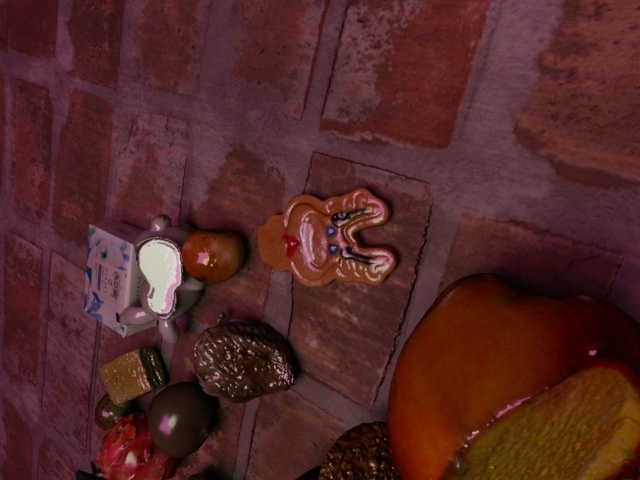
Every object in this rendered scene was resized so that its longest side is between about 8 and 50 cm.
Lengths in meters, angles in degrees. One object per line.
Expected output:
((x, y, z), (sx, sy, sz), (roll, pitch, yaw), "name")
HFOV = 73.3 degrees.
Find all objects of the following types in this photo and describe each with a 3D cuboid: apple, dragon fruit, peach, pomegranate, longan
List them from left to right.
((-0.633, 0.530, 1.333), (0.130, 0.130, 0.130), (5, 99, 31), "pomegranate")
((-0.498, 0.613, 1.220), (0.210, 0.205, 0.268), (-10, 127, 17), "dragon fruit")
((-0.367, 0.468, 1.135), (0.189, 0.189, 0.189), (5, 99, 31), "longan")
((-0.255, 0.038, 1.020), (0.146, 0.146, 0.146), (5, 99, 31), "apple")
((0.270, 0.225, 0.622), (0.335, 0.310, 0.406), (8, 116, -7), "peach")

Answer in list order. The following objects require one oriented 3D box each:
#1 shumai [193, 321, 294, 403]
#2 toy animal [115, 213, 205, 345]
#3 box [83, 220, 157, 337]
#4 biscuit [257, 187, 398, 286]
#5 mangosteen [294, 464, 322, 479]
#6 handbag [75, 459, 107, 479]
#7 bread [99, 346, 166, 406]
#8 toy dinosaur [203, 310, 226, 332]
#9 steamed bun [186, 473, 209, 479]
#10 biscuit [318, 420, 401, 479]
((-0.188, 0.286, 1.033), (0.185, 0.218, 0.184), (143, 122, -73), "shumai")
((-0.405, 0.108, 1.105), (0.208, 0.154, 0.325), (25, 97, -3), "toy animal")
((-0.566, 0.103, 1.235), (0.203, 0.116, 0.274), (19, 106, 28), "box")
((0.000, 0.000, 0.913), (0.334, 0.047, 0.202), (-3, 95, 32), "biscuit")
((0.048, 0.619, 0.826), (0.306, 0.306, 0.360), (-4, 110, 32), "mangosteen")
((-0.660, 0.869, 1.398), (0.325, 0.118, 0.269), (14, 111, 29), "handbag")
((-0.544, 0.397, 1.270), (0.196, 0.102, 0.138), (-31, 83, 28), "bread")
((-0.269, 0.243, 1.105), (0.049, 0.055, 0.154), (37, 122, 25), "toy dinosaur")
((-0.350, 0.778, 1.130), (0.247, 0.236, 0.383), (40, 122, 10), "steamed bun")
((0.136, 0.461, 0.746), (0.305, 0.305, 0.038), (43, 133, 20), "biscuit")
